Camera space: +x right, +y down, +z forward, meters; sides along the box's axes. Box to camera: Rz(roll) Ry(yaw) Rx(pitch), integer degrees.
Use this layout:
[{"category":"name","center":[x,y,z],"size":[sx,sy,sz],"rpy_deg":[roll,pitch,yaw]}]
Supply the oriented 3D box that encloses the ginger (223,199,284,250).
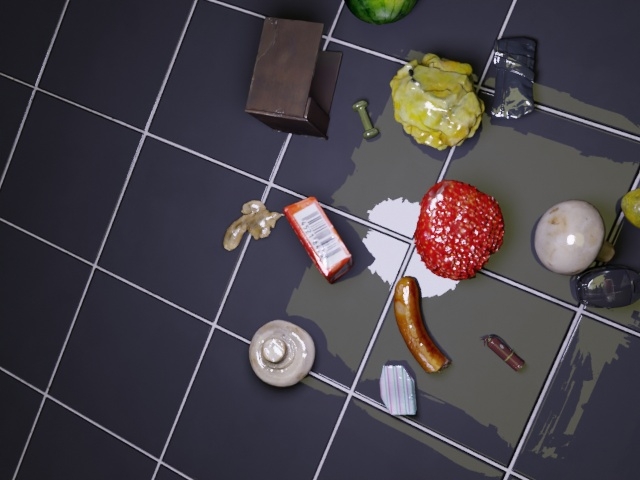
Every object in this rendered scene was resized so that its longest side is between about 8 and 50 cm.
[{"category":"ginger","center":[-0.227,-0.038,1.882],"size":[0.133,0.059,0.214],"rpy_deg":[42,97,18]}]

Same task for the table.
[{"category":"table","center":[-0.067,-0.478,1.760],"size":[0.196,0.250,0.282],"rpy_deg":[13,90,16]}]

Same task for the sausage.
[{"category":"sausage","center":[0.283,0.255,1.721],"size":[0.103,0.076,0.302],"rpy_deg":[-23,83,6]}]

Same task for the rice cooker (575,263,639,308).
[{"category":"rice cooker","center":[0.773,0.122,1.573],"size":[0.165,0.106,0.112],"rpy_deg":[-6,98,18]}]

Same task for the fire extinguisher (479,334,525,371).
[{"category":"fire extinguisher","center":[0.520,0.315,1.672],"size":[0.132,0.039,0.056],"rpy_deg":[43,66,14]}]

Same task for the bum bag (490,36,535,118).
[{"category":"bum bag","center":[0.554,-0.467,1.686],"size":[0.123,0.060,0.248],"rpy_deg":[4,87,14]}]

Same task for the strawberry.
[{"category":"strawberry","center":[0.378,-0.027,1.624],"size":[0.261,0.257,0.261],"rpy_deg":[-2,80,10]}]

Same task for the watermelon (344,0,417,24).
[{"category":"watermelon","center":[0.177,-0.758,1.711],"size":[0.242,0.242,0.242],"rpy_deg":[-1,87,15]}]

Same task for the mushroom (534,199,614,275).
[{"category":"mushroom","center":[0.695,0.001,1.573],"size":[0.215,0.207,0.207],"rpy_deg":[18,93,-15]}]

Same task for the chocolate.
[{"category":"chocolate","center":[0.000,0.000,1.737],"size":[0.108,0.235,0.237],"rpy_deg":[-33,78,-2]}]

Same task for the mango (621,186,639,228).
[{"category":"mango","center":[0.966,-0.100,1.506],"size":[0.329,0.175,0.176],"rpy_deg":[-17,39,14]}]

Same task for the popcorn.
[{"category":"popcorn","center":[0.330,-0.398,1.669],"size":[0.286,0.215,0.252],"rpy_deg":[36,103,18]}]

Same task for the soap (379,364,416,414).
[{"category":"soap","center":[0.228,0.438,1.737],"size":[0.100,0.056,0.149],"rpy_deg":[-6,86,13]}]

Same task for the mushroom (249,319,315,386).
[{"category":"mushroom","center":[-0.116,0.350,1.772],"size":[0.206,0.209,0.206],"rpy_deg":[-1,104,-5]}]

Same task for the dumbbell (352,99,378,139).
[{"category":"dumbbell","center":[0.138,-0.371,1.803],"size":[0.052,0.046,0.118],"rpy_deg":[-22,82,8]}]
